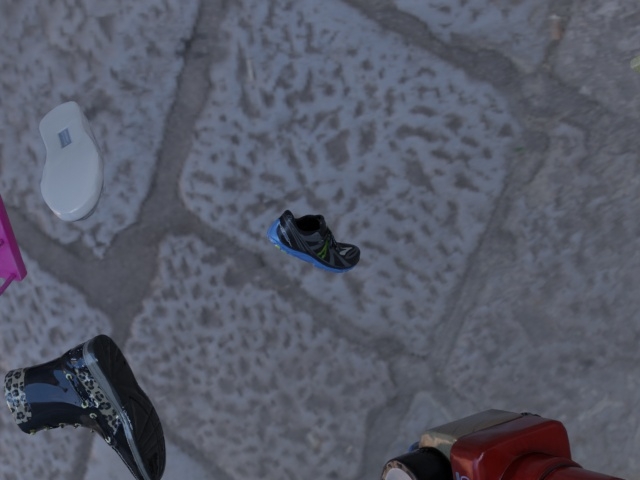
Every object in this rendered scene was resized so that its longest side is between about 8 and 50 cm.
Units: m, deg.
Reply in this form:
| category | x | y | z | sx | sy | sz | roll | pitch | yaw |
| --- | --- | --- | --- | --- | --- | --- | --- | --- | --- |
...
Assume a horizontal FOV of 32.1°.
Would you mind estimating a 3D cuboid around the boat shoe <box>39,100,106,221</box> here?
| category | x | y | z | sx | sy | sz | roll | pitch | yaw |
| --- | --- | --- | --- | --- | --- | --- | --- | --- | --- |
| boat shoe | -0.242 | -0.068 | 1.109 | 0.066 | 0.063 | 0.184 | -33 | 40 | -1 |

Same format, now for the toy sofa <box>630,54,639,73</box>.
| category | x | y | z | sx | sy | sz | roll | pitch | yaw |
| --- | --- | --- | --- | --- | --- | --- | --- | --- | --- |
| toy sofa | 0.537 | -0.098 | 1.480 | 0.150 | 0.177 | 0.362 | -29 | 51 | 47 |

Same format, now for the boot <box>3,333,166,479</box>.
| category | x | y | z | sx | sy | sz | roll | pitch | yaw |
| --- | --- | --- | --- | --- | --- | --- | --- | --- | --- |
| boot | -0.342 | 0.263 | 1.627 | 0.179 | 0.085 | 0.236 | -18 | 105 | 20 |

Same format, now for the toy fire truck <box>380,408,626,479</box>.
| category | x | y | z | sx | sy | sz | roll | pitch | yaw |
| --- | --- | --- | --- | --- | --- | --- | --- | --- | --- |
| toy fire truck | 0.178 | 0.220 | 0.680 | 0.246 | 0.158 | 0.217 | -2 | 98 | 60 |

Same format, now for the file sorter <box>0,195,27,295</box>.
| category | x | y | z | sx | sy | sz | roll | pitch | yaw |
| --- | --- | --- | --- | --- | --- | --- | --- | --- | --- |
| file sorter | -0.575 | -0.020 | 1.545 | 0.202 | 0.182 | 0.290 | 9 | 132 | 18 |

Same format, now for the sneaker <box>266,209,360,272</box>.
| category | x | y | z | sx | sy | sz | roll | pitch | yaw |
| --- | --- | --- | --- | --- | --- | --- | --- | --- | --- |
| sneaker | 0.000 | 0.000 | 1.849 | 0.078 | 0.188 | 0.067 | -58 | 37 | 14 |

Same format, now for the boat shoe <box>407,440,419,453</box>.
| category | x | y | z | sx | sy | sz | roll | pitch | yaw |
| --- | --- | --- | --- | --- | --- | --- | --- | --- | --- |
| boat shoe | 0.188 | 0.430 | 1.887 | 0.089 | 0.258 | 0.109 | -18 | 128 | 22 |
